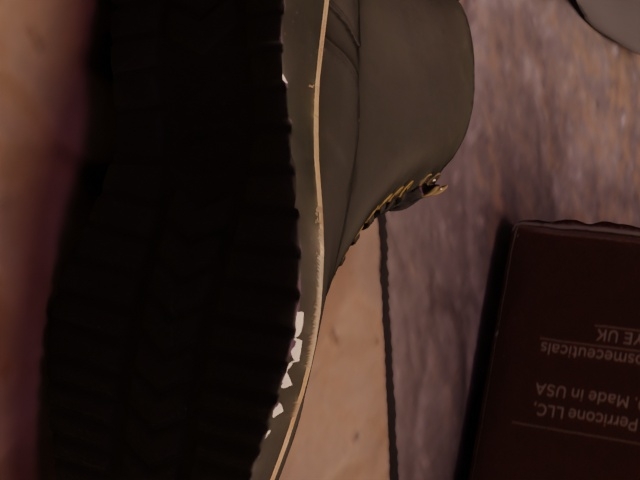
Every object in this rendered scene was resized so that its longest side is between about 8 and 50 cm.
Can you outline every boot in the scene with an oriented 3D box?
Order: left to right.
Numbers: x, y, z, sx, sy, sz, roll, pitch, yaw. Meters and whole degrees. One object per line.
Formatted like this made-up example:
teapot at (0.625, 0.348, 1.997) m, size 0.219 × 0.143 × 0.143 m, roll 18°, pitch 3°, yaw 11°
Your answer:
boot at (0.000, 0.000, 0.470) m, size 0.137 × 0.077 × 0.198 m, roll 16°, pitch 83°, yaw -59°

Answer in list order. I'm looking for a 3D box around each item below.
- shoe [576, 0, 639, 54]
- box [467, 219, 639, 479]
shoe at (0.120, -0.131, 0.617) m, size 0.178 × 0.063 × 0.081 m, roll 33°, pitch 74°, yaw -46°
box at (0.138, 0.198, 0.629) m, size 0.191 × 0.143 × 0.381 m, roll 17°, pitch 83°, yaw -54°
